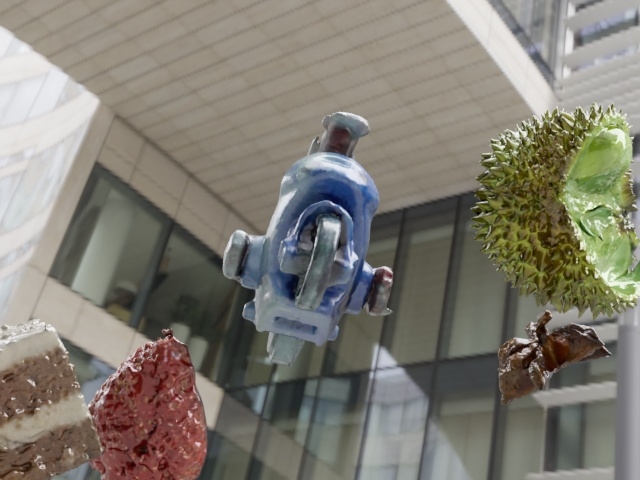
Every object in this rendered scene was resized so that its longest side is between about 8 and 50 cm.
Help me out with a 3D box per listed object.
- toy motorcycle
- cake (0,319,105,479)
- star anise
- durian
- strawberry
[{"bbox_3d":[-0.024,-0.002,1.049,0.182,0.241,0.319,-10,-20,-16],"label":"toy motorcycle"},{"bbox_3d":[-0.309,0.164,0.947,0.135,0.147,0.135,-19,10,-25],"label":"cake"},{"bbox_3d":[0.373,0.181,1.544,0.212,0.111,0.196,-36,-14,28],"label":"star anise"},{"bbox_3d":[0.263,-0.030,1.019,0.177,0.200,0.236,13,-40,55],"label":"durian"},{"bbox_3d":[-0.200,0.218,1.087,0.174,0.098,0.228,51,-45,17],"label":"strawberry"}]
